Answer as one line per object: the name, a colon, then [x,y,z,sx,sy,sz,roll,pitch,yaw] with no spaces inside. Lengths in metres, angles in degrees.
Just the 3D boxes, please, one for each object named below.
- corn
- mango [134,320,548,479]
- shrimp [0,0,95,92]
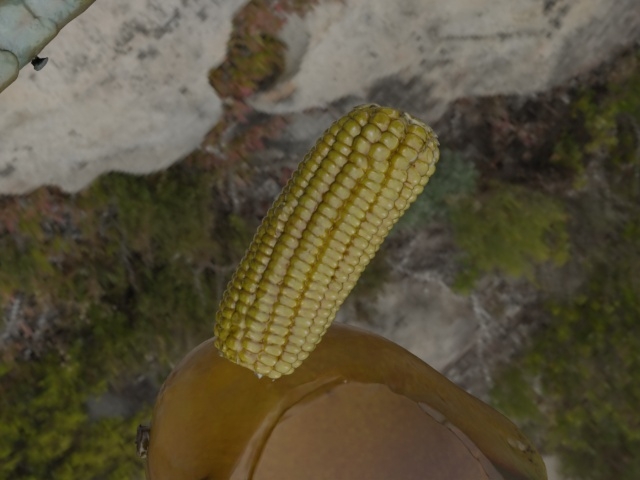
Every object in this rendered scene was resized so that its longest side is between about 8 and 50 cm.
corn: [0.000,0.000,0.351,0.092,0.037,0.037,-59,145,1]
mango: [0.018,0.121,0.614,0.236,0.136,0.166,18,161,-22]
shrimp: [-0.117,-0.078,0.462,0.166,0.161,0.049,-28,114,15]
